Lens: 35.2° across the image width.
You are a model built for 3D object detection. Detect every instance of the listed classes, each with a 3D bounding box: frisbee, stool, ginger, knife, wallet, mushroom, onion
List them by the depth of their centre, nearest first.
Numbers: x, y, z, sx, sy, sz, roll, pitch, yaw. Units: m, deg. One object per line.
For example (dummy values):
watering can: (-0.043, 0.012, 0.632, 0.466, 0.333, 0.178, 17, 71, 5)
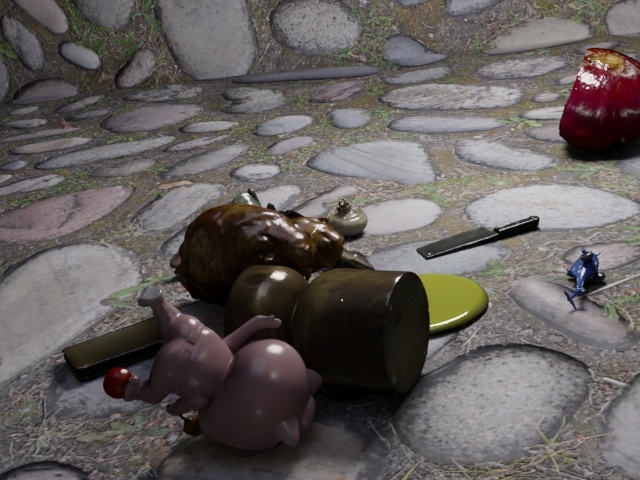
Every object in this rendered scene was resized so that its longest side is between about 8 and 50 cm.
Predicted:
stool: (0.012, 0.129, 1.510, 0.264, 0.179, 0.179, 1, 24, 27)
frisbee: (0.168, 0.107, 1.718, 0.236, 0.017, 0.236, -9, 21, 4)
wallet: (-0.335, 0.180, 1.733, 0.198, 0.031, 0.110, -18, 23, -22)
ginger: (-0.107, 0.031, 1.757, 0.274, 0.152, 0.357, 7, -14, -11)
knife: (0.305, -0.012, 1.956, 0.245, 0.019, 0.072, -16, 21, -11)
knife: (0.002, -0.006, 2.012, 0.089, 0.043, 0.365, 12, 9, -32)
mushroom: (0.054, -0.051, 2.077, 0.085, 0.079, 0.085, -4, 18, 1)
onion: (0.659, -0.302, 2.287, 0.207, 0.216, 0.206, 13, 39, 15)

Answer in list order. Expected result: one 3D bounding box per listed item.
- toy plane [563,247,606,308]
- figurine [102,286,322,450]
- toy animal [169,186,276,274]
toy plane: (0.436, 0.060, 1.687, 0.062, 0.054, 0.167, -27, 11, 28)
figurine: (-0.145, 0.191, 1.405, 0.287, 0.186, 0.176, 21, 46, -7)
toy animal: (-0.183, 0.006, 2.040, 0.108, 0.138, 0.236, 26, 64, 34)
